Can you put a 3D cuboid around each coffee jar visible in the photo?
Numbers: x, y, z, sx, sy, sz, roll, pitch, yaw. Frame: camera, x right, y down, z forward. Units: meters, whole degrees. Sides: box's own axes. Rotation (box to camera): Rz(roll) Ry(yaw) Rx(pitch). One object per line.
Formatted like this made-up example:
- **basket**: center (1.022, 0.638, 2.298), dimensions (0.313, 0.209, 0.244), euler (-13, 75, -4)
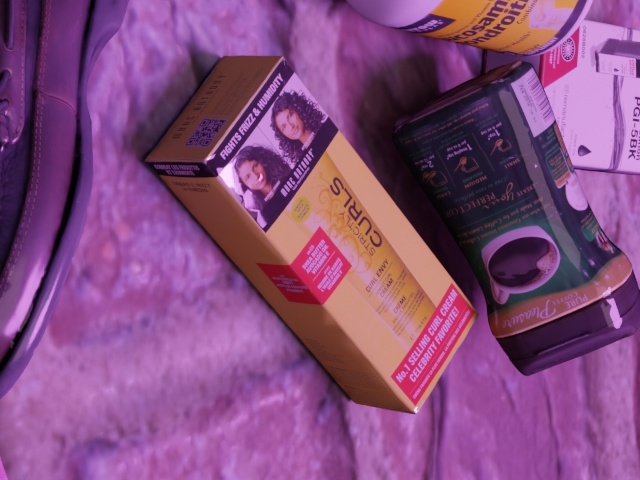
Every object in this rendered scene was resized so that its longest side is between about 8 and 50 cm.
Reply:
- **coffee jar**: center (0.126, -0.012, 1.174), dimensions (0.184, 0.096, 0.079), euler (63, 25, -6)

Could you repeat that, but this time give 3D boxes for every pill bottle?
- **pill bottle**: center (0.073, -0.173, 1.135), dimensions (0.184, 0.103, 0.103), euler (7, 91, -41)

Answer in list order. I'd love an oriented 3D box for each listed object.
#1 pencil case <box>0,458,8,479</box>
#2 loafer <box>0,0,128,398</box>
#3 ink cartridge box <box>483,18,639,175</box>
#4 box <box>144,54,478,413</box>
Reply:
- **pencil case**: center (-0.316, 0.147, 0.799), dimensions (0.386, 0.160, 0.167), euler (7, 69, -42)
- **loafer**: center (-0.165, -0.068, 0.921), dimensions (0.095, 0.109, 0.302), euler (28, 58, -32)
- **ink cartridge box**: center (0.173, -0.097, 1.264), dimensions (0.135, 0.056, 0.099), euler (3, 93, -41)
- **box**: center (0.000, 0.000, 1.122), dimensions (0.087, 0.058, 0.232), euler (-55, 127, -24)
